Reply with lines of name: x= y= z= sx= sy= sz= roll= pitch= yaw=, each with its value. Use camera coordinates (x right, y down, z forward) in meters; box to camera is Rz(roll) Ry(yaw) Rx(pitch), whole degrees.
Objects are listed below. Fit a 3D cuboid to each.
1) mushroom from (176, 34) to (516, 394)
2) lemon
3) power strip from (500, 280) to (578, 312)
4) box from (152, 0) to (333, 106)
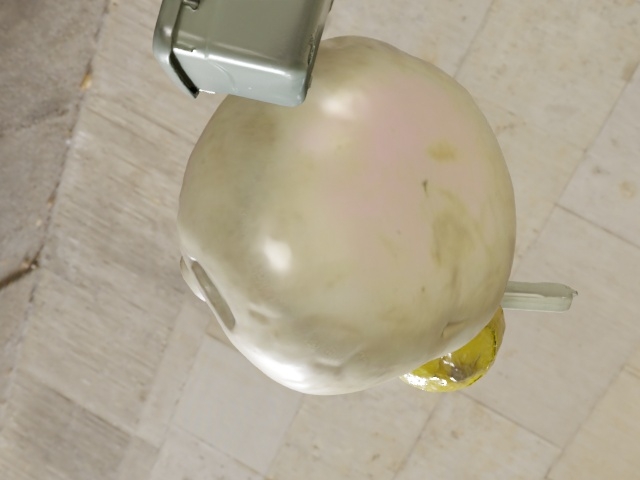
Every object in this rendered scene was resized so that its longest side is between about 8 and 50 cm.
mushroom: x=0.028 y=-0.001 z=0.925 sx=0.353 sy=0.325 sz=0.353 roll=-60 pitch=178 yaw=-4
lemon: x=0.159 y=0.109 z=1.263 sx=0.193 sy=0.180 sz=0.181 roll=-54 pitch=169 yaw=-46
power strip: x=0.286 y=0.081 z=1.403 sx=0.048 sy=0.191 sz=0.030 roll=-80 pitch=173 yaw=-61
box: x=-0.041 y=-0.150 z=0.608 sx=0.172 sy=0.092 sz=0.124 roll=-145 pitch=-109 yaw=-88
